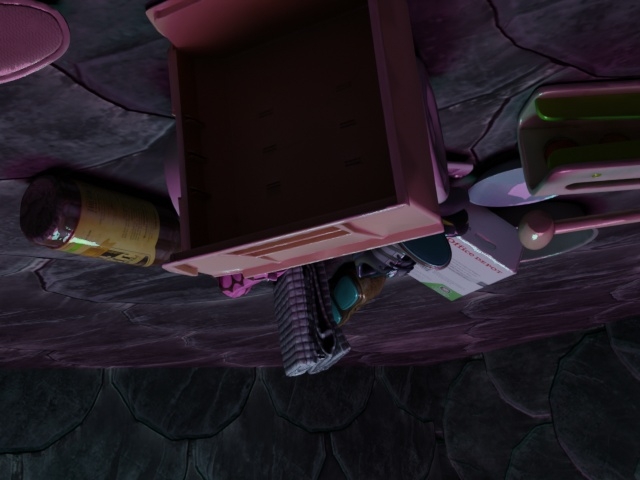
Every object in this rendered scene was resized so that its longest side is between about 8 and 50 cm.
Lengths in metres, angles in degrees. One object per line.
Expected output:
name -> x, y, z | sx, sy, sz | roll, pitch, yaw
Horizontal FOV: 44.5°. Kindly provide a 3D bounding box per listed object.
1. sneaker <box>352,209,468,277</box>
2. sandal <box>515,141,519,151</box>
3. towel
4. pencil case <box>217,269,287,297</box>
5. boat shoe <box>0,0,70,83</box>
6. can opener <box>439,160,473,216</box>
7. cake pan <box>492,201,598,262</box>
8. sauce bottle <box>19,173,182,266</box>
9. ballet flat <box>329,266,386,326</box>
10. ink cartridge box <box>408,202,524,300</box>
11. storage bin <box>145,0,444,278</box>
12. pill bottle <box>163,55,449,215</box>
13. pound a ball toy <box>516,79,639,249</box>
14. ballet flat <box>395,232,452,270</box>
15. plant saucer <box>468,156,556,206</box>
sneaker -> 0.153, 0.002, 1.381 | 0.111, 0.122, 0.300 | -4, 177, -31
sandal -> 0.382, -0.148, 1.164 | 0.179, 0.040, 0.067 | -6, 164, 0
towel -> -0.027, 0.182, 1.805 | 0.121, 0.235, 0.284 | -6, 165, -12
pencil case -> -0.138, 0.056, 1.575 | 0.095, 0.098, 0.209 | 3, 162, -28
boat shoe -> -0.354, -0.187, 0.755 | 0.232, 0.084, 0.079 | -13, -158, 1
can opener -> 0.121, -0.086, 1.183 | 0.283, 0.095, 0.076 | -3, 164, -35
cake pan -> 0.417, -0.013, 1.613 | 0.293, 0.054, 0.293 | -5, 164, -2
sauce bottle -> -0.303, -0.016, 1.250 | 0.111, 0.112, 0.344 | -17, 159, 34
ballet flat -> 0.071, 0.134, 1.940 | 0.124, 0.116, 0.342 | -20, 167, -26
ink cartridge box -> 0.258, 0.017, 1.484 | 0.160, 0.093, 0.219 | 32, 152, -13
storage bin -> -0.036, -0.116, 0.740 | 0.260, 0.263, 0.123 | -14, 164, 25
pill bottle -> -0.017, -0.102, 0.942 | 0.318, 0.177, 0.176 | -11, 163, 15
pound a ball toy -> 0.398, -0.095, 1.056 | 0.318, 0.208, 0.136 | -5, 163, -4
ballet flat -> 0.123, -0.031, 1.260 | 0.072, 0.213, 0.068 | -48, 177, -12
plant saucer -> 0.337, -0.105, 1.303 | 0.194, 0.038, 0.195 | -6, 163, -2
